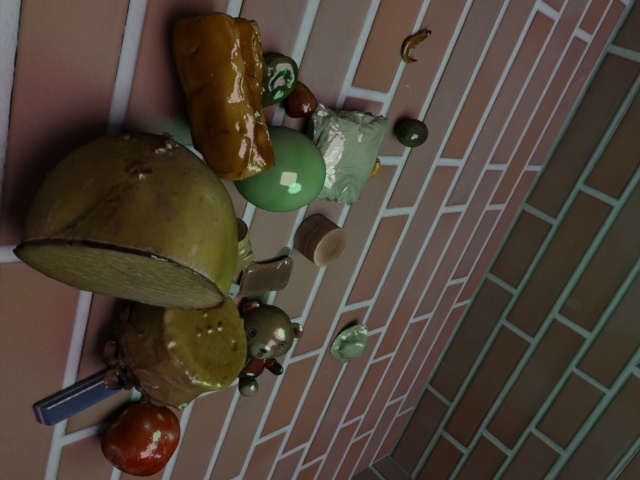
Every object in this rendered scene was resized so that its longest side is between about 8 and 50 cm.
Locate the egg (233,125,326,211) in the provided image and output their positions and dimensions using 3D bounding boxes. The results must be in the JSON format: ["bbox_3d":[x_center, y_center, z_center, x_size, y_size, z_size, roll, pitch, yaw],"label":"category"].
[{"bbox_3d":[-0.104,-0.183,1.397,0.270,0.220,0.220,-4,123,-51],"label":"egg"}]

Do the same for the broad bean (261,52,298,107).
[{"bbox_3d":[-0.154,-0.380,1.307,0.207,0.072,0.153,-26,136,-15],"label":"broad bean"}]

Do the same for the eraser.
[{"bbox_3d":[-0.649,0.424,1.466,0.225,0.036,0.081,-25,137,-35],"label":"eraser"}]

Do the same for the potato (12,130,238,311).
[{"bbox_3d":[-0.366,-0.047,1.148,0.442,0.386,0.319,60,36,-61],"label":"potato"}]

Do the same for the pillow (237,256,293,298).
[{"bbox_3d":[-0.176,0.120,1.752,0.211,0.034,0.135,-6,120,-45],"label":"pillow"}]

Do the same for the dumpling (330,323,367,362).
[{"bbox_3d":[0.137,0.462,2.376,0.153,0.108,0.219,-5,122,-48],"label":"dumpling"}]

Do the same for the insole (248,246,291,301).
[{"bbox_3d":[-0.165,0.119,1.794,0.231,0.003,0.080,-57,146,6],"label":"insole"}]

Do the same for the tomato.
[{"bbox_3d":[-0.530,0.603,1.638,0.232,0.189,0.231,-34,144,-29],"label":"tomato"}]

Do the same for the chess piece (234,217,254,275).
[{"bbox_3d":[-0.241,0.025,1.565,0.090,0.090,0.200,-38,155,-21],"label":"chess piece"}]

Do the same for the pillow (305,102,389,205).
[{"bbox_3d":[0.043,-0.244,1.598,0.284,0.138,0.309,2,117,-41],"label":"pillow"}]

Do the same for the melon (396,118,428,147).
[{"bbox_3d":[0.313,-0.364,1.839,0.131,0.098,0.097,-5,124,-52],"label":"melon"}]

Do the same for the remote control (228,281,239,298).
[{"bbox_3d":[-0.317,0.196,1.663,0.166,0.029,0.065,-50,148,5],"label":"remote control"}]

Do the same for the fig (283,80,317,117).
[{"bbox_3d":[-0.059,-0.383,1.408,0.089,0.089,0.125,-28,119,-32],"label":"fig"}]

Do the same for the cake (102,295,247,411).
[{"bbox_3d":[-0.410,0.285,1.457,0.321,0.332,0.332,-22,155,24],"label":"cake"}]

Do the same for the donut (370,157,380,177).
[{"bbox_3d":[0.158,-0.251,1.810,0.097,0.043,0.108,-56,142,3],"label":"donut"}]

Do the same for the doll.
[{"bbox_3d":[-0.214,0.357,1.806,0.329,0.235,0.174,-57,-170,20],"label":"doll"}]

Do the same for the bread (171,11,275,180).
[{"bbox_3d":[-0.206,-0.299,1.149,0.149,0.195,0.343,-27,122,-40],"label":"bread"}]

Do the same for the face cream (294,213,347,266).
[{"bbox_3d":[0.000,0.000,1.792,0.149,0.104,0.149,-31,140,-30],"label":"face cream"}]

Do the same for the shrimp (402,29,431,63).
[{"bbox_3d":[0.299,-0.601,1.671,0.127,0.025,0.091,-40,145,-10],"label":"shrimp"}]
